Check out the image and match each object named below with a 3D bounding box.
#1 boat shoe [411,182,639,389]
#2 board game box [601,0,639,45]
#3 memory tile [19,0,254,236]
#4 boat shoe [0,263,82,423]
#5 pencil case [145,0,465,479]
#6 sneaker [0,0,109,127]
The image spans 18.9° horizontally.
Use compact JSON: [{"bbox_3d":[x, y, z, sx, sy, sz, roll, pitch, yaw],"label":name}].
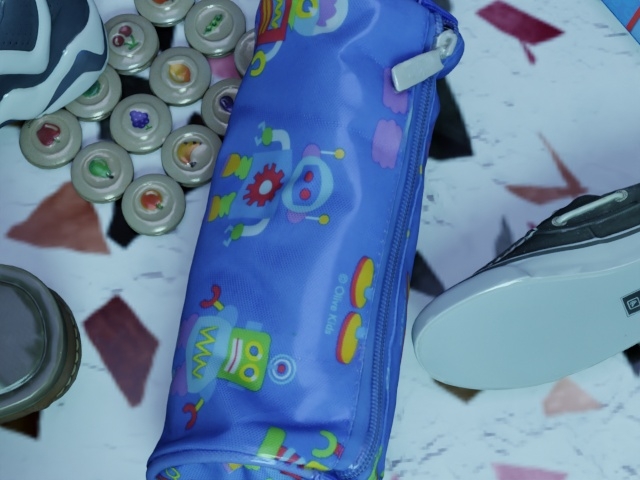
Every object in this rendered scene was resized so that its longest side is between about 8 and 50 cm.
[{"bbox_3d":[0.151,0.016,1.044,0.219,0.078,0.070,-19,38,0],"label":"boat shoe"},{"bbox_3d":[0.177,-0.213,1.067,0.039,0.160,0.211,-29,72,-33],"label":"board game box"},{"bbox_3d":[-0.093,-0.082,1.111,0.113,0.012,0.148,34,76,12],"label":"memory tile"},{"bbox_3d":[-0.281,0.076,1.022,0.307,0.104,0.111,-2,81,0],"label":"boat shoe"},{"bbox_3d":[0.000,0.000,1.020,0.133,0.119,0.306,-5,66,46],"label":"pencil case"},{"bbox_3d":[-0.231,-0.087,1.036,0.235,0.153,0.094,-33,63,-6],"label":"sneaker"}]
